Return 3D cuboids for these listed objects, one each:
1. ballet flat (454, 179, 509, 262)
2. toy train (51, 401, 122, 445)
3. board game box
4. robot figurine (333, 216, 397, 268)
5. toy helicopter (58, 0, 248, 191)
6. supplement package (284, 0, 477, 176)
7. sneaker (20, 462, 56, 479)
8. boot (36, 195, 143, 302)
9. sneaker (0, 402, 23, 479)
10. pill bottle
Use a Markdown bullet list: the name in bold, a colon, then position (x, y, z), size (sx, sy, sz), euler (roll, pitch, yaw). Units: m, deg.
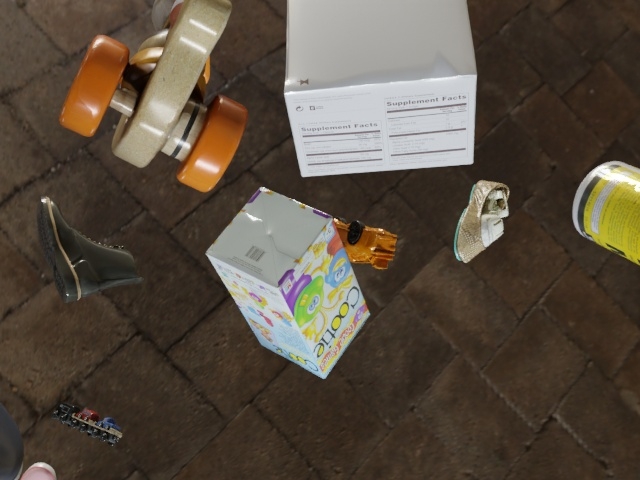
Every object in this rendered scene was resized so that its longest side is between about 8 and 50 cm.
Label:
- **ballet flat**: position (0.271, -0.038, 1.450), size (0.206, 0.067, 0.073), euler (-64, 142, -47)
- **toy train**: position (-0.350, 0.273, 1.330), size (0.027, 0.158, 0.036), euler (45, 64, -44)
- **board game box**: position (-0.041, 0.071, 1.388), size (0.144, 0.275, 0.142), euler (24, 64, 30)
- **robot figurine**: position (0.000, 0.000, 1.656), size (0.211, 0.291, 0.085), euler (11, 85, -30)
- **toy helicopter**: position (-0.097, -0.231, 0.793), size (0.140, 0.235, 0.355), euler (25, 102, -16)
- **supplement package**: position (0.068, -0.226, 1.035), size (0.204, 0.145, 0.262), euler (-4, 55, 6)
- **sneaker**: position (-0.391, 0.364, 1.165), size (0.051, 0.070, 0.134), euler (26, 96, -10)
- **boot**: position (-0.397, 0.008, 1.508), size (0.137, 0.077, 0.198), euler (-11, 66, -30)
- **sneaker**: position (-0.290, 0.065, 0.538), size (0.321, 0.127, 0.126), euler (41, 13, -39)
- **pill bottle**: position (0.446, -0.021, 1.166), size (0.119, 0.208, 0.119), euler (-12, 117, -25)
